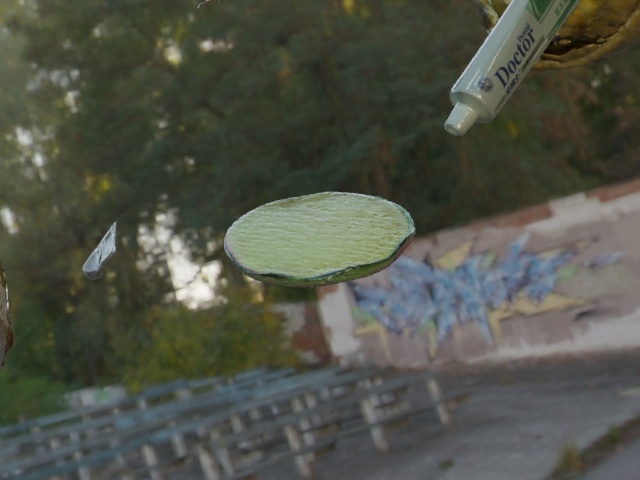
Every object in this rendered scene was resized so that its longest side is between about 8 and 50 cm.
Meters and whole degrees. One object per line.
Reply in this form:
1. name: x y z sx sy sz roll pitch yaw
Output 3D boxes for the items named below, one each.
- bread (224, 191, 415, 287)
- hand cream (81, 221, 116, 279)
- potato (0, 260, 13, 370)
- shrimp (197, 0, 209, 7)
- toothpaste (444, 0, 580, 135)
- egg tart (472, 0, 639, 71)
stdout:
1. bread: 0.000 0.000 1.477 0.229 0.033 0.228 -7 26 3
2. hand cream: -0.383 0.026 2.205 0.037 0.057 0.165 9 -29 -25
3. potato: -0.531 0.037 1.199 0.442 0.385 0.319 4 -8 -6
4. shrimp: -0.036 -0.267 1.173 0.190 0.073 0.075 -32 -28 -7
5. toothpaste: 0.167 -0.171 1.043 0.218 0.064 0.041 -54 26 -19
6. egg tart: 0.275 -0.337 1.507 0.291 0.290 0.107 -21 3 44
